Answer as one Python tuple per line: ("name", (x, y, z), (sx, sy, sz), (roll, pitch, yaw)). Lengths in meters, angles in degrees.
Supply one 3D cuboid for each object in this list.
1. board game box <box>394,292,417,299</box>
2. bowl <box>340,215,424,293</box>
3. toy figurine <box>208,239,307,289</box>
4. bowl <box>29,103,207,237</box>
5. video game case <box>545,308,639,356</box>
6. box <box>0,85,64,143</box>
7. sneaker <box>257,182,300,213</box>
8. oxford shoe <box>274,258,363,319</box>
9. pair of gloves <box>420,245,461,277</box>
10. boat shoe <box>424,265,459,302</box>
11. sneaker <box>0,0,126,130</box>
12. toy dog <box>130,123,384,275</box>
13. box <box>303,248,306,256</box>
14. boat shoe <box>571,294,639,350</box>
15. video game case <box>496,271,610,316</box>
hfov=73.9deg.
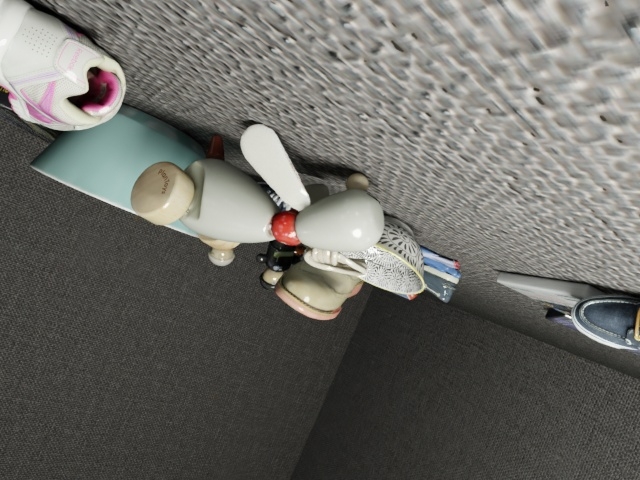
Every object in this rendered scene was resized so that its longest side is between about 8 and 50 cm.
("board game box", (0.161, 0.070, 1.154), (0.145, 0.027, 0.281), (61, 170, -9))
("bowl", (0.103, 0.011, 0.696), (0.170, 0.080, 0.170), (25, 160, 10))
("toy figurine", (-0.131, -0.005, 0.989), (0.213, 0.148, 0.209), (22, -149, 8))
("bowl", (-0.332, -0.139, 0.788), (0.312, 0.163, 0.311), (23, 177, 1))
("video game case", (0.597, 0.196, 0.819), (0.274, 0.026, 0.196), (23, 177, 21))
("box", (-0.591, -0.253, 1.026), (0.319, 0.097, 0.395), (25, 170, 24))
("sneaker", (-0.062, -0.052, 0.797), (0.283, 0.099, 0.153), (17, -179, 3))
("oxford shoe", (0.027, 0.054, 0.908), (0.141, 0.146, 0.397), (35, -164, 10))
("pair of gloves", (0.224, 0.037, 0.916), (0.159, 0.023, 0.198), (22, 177, 23))
("boat shoe", (0.252, 0.096, 1.157), (0.255, 0.079, 0.095), (21, 178, 41))
("sneaker", (-0.281, -0.168, 0.480), (0.111, 0.102, 0.252), (26, 177, -14))
("toy dog", (-0.076, -0.071, 0.570), (0.334, 0.160, 0.220), (10, 167, 9))
("box", (-0.006, 0.041, 1.124), (0.094, 0.027, 0.137), (15, 161, 31))
("boat shoe", (0.370, 0.092, 0.461), (0.184, 0.065, 0.083), (11, 167, 44))
("video game case", (0.399, 0.097, 0.654), (0.173, 0.022, 0.190), (25, 176, -11))
